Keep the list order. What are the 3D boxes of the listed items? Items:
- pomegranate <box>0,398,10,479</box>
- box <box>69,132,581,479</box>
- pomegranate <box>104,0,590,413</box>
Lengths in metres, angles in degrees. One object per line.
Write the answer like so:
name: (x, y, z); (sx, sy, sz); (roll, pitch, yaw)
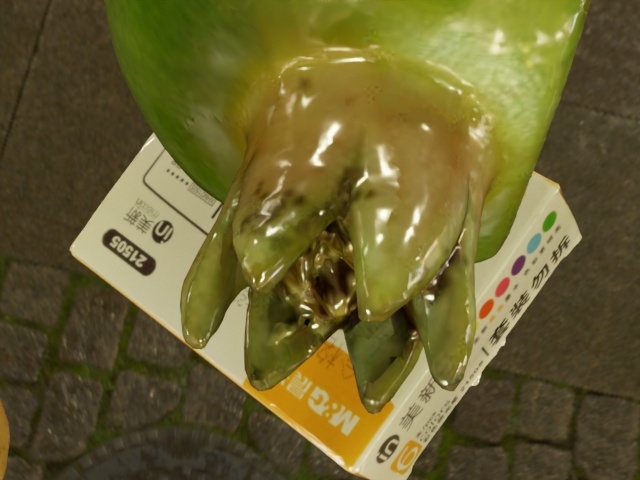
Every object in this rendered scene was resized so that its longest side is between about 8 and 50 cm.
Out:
pomegranate: (-0.314, 0.142, 0.820); (0.191, 0.191, 0.191); (2, 72, -7)
box: (0.000, 0.000, 0.778); (0.274, 0.091, 0.220); (32, 85, 27)
pomegranate: (0.000, -0.107, 0.506); (0.216, 0.309, 0.358); (17, 56, 2)
